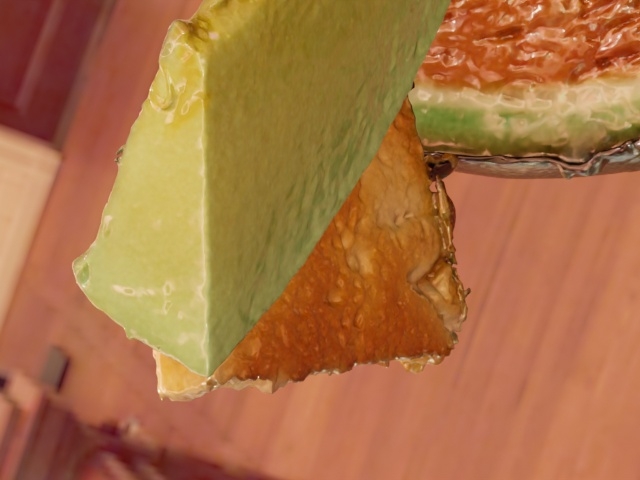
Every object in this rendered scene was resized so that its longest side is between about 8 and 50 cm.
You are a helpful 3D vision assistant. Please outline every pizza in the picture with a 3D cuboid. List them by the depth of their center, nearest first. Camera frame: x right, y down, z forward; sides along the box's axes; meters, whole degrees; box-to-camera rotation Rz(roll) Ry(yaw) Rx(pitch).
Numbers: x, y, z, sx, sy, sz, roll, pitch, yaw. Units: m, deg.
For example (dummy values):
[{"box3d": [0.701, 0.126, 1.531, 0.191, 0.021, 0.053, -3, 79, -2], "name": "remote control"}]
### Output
[{"box3d": [0.000, 0.000, 1.077, 0.081, 0.229, 0.289, -17, 44, 41], "name": "pizza"}]

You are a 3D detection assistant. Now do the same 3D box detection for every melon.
[{"box3d": [0.006, -0.085, 0.606, 0.262, 0.053, 0.114, -55, -29, -26], "name": "melon"}]

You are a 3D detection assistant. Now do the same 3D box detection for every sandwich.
[{"box3d": [0.133, -0.188, 1.259, 0.162, 0.250, 0.301, -26, -71, -73], "name": "sandwich"}]
